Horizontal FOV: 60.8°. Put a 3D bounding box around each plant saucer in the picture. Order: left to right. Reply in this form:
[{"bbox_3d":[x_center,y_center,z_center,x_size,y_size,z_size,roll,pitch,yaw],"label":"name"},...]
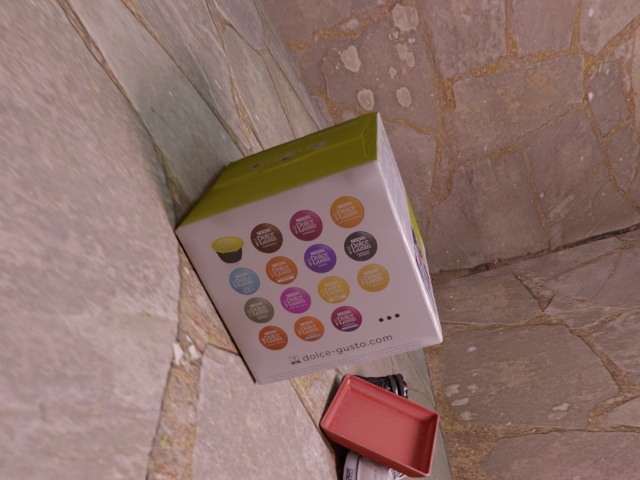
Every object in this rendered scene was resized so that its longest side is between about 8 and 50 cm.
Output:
[{"bbox_3d":[0.145,0.445,1.305,0.259,0.258,0.048,-39,149,-68],"label":"plant saucer"}]

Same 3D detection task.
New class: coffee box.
[{"bbox_3d":[0.000,0.000,1.003,0.338,0.337,0.334,-77,147,-64],"label":"coffee box"}]

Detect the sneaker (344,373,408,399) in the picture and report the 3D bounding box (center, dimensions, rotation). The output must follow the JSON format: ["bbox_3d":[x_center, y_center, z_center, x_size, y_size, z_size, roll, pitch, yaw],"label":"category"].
[{"bbox_3d":[0.166,0.423,1.553,0.296,0.147,0.104,38,39,-65],"label":"sneaker"}]

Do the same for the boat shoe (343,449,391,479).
[{"bbox_3d":[0.176,0.525,1.365,0.367,0.156,0.136,-1,93,-72],"label":"boat shoe"}]

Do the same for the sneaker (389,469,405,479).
[{"bbox_3d":[0.203,0.649,1.538,0.235,0.095,0.090,45,29,-66],"label":"sneaker"}]
